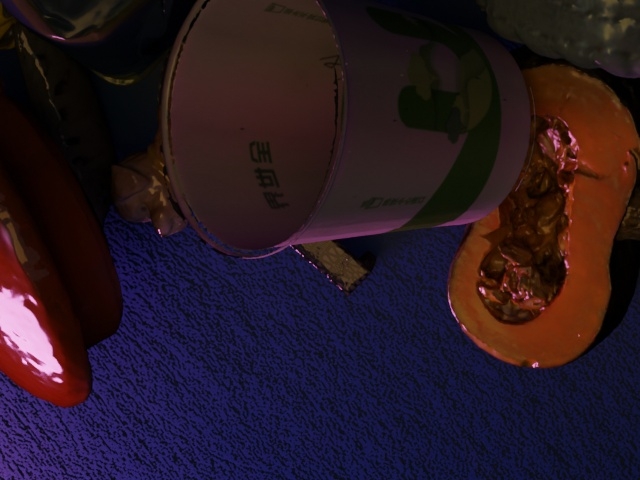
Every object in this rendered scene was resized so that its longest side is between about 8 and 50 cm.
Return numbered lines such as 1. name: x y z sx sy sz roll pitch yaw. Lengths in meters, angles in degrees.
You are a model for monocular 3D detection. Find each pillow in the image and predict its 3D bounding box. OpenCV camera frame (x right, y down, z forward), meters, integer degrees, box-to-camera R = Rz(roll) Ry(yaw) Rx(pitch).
1. pillow: -0.249 -0.120 1.975 0.051 0.093 0.241 -4 110 36

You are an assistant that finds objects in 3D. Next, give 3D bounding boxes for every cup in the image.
1. cup: 0.030 -0.106 1.742 0.253 0.274 0.253 -4 85 48

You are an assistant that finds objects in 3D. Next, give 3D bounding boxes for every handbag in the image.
1. handbag: -0.181 -0.290 1.786 0.263 0.241 0.222 -44 85 -2

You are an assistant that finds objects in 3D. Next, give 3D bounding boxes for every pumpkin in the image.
1. pumpkin: 0.245 -0.034 1.880 0.222 0.139 0.317 10 107 12

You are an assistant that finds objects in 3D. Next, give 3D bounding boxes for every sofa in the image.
1. sofa: 0.000 0.000 1.982 0.118 0.060 0.039 41 105 -3

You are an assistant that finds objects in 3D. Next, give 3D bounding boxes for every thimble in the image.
1. thimble: 0.270 -0.251 1.767 0.250 0.205 0.171 15 111 -1

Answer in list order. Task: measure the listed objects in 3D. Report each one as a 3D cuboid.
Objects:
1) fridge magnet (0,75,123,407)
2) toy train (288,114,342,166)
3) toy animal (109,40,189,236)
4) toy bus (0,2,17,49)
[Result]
1. fridge magnet: -0.315 -0.003 1.918 0.155 0.363 0.363 -28 104 -19
2. toy train: -0.004 -0.117 1.897 0.071 0.178 0.104 -17 82 56
3. toy animal: -0.160 -0.112 1.957 0.185 0.104 0.184 -36 100 25
4. toy bus: -0.458 -0.256 1.935 0.330 0.152 0.144 3 108 10
